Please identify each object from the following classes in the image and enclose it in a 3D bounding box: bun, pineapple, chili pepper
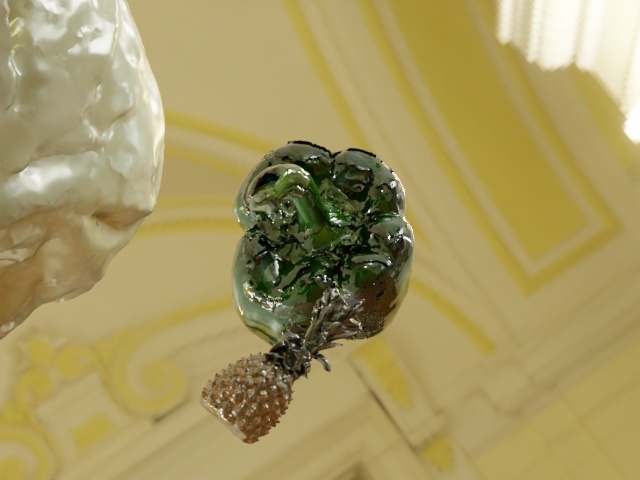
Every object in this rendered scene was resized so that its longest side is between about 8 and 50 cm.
[{"bbox_3d":[-0.222,-0.036,0.777,0.361,0.213,0.361,-37,-35,-32],"label":"bun"},{"bbox_3d":[-0.023,0.078,1.115,0.124,0.058,0.058,-46,-18,-8],"label":"pineapple"},{"bbox_3d":[0.000,0.000,1.431,0.261,0.165,0.173,90,-168,-67],"label":"chili pepper"}]
